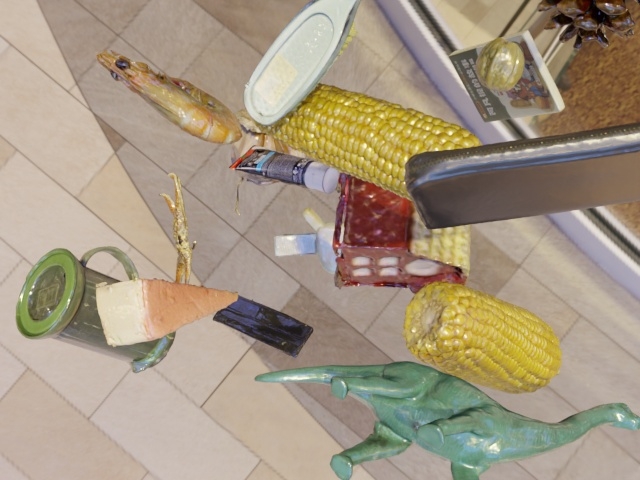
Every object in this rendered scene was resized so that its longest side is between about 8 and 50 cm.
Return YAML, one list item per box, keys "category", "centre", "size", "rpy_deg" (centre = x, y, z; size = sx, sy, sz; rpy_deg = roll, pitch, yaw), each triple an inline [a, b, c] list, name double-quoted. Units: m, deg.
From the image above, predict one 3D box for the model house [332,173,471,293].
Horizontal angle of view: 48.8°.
- category: "model house"
  centre: [0.153, -0.023, 1.197]
  size: [0.253, 0.160, 0.196]
  rpy_deg: [1, 59, 11]

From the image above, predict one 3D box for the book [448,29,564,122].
- category: "book"
  centre: [0.436, -0.380, 1.674]
  size: [0.027, 0.264, 0.202]
  rpy_deg: [-41, 110, -19]

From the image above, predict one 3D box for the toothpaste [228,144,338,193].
- category: "toothpaste"
  centre: [-0.059, -0.122, 1.170]
  size: [0.193, 0.045, 0.071]
  rpy_deg: [16, 50, 32]

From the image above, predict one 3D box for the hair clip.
- category: "hair clip"
  centre: [-0.001, -0.002, 1.626]
  size: [0.218, 0.071, 0.159]
  rpy_deg: [-2, 112, 18]

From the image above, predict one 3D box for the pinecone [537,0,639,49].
- category: "pinecone"
  centre: [0.436, -0.437, 1.055]
  size: [0.244, 0.309, 0.244]
  rpy_deg: [7, 45, -7]

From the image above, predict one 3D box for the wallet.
- category: "wallet"
  centre: [0.198, -0.057, 0.588]
  size: [0.250, 0.149, 0.044]
  rpy_deg: [-8, 75, 15]

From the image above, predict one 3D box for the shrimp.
- category: "shrimp"
  centre: [-0.259, -0.263, 1.251]
  size: [0.287, 0.152, 0.063]
  rpy_deg: [31, 120, -26]

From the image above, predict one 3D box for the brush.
- category: "brush"
  centre: [0.025, -0.236, 0.733]
  size: [0.297, 0.060, 0.068]
  rpy_deg: [-46, 73, 29]

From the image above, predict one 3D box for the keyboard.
- category: "keyboard"
  centre: [-0.130, 0.184, 1.584]
  size: [0.250, 0.017, 0.087]
  rpy_deg: [18, 62, 33]

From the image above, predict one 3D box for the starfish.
- category: "starfish"
  centre: [-0.298, -0.019, 1.491]
  size: [0.050, 0.138, 0.248]
  rpy_deg: [-6, 96, -24]

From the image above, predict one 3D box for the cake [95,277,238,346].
- category: "cake"
  centre: [-0.228, 0.111, 1.064]
  size: [0.109, 0.225, 0.090]
  rpy_deg: [-14, 76, 28]

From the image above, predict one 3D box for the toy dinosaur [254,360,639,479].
- category: "toy dinosaur"
  centre: [0.167, 0.197, 0.878]
  size: [0.383, 0.331, 0.129]
  rpy_deg: [24, 115, 33]

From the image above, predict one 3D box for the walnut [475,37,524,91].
- category: "walnut"
  centre: [0.312, -0.305, 1.231]
  size: [0.092, 0.092, 0.092]
  rpy_deg: [0, 84, -1]

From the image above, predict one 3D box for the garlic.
- category: "garlic"
  centre: [-0.152, -0.198, 1.615]
  size: [0.207, 0.207, 0.257]
  rpy_deg: [37, 61, 3]

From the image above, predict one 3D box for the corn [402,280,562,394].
- category: "corn"
  centre: [0.249, 0.149, 1.061]
  size: [0.144, 0.387, 0.144]
  rpy_deg: [-17, 61, 35]

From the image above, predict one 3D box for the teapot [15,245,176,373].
- category: "teapot"
  centre: [-0.486, 0.145, 1.616]
  size: [0.200, 0.337, 0.271]
  rpy_deg: [-18, 57, 30]

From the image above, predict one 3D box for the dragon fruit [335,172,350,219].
- category: "dragon fruit"
  centre: [0.093, -0.098, 1.801]
  size: [0.092, 0.122, 0.192]
  rpy_deg: [-41, 126, -15]

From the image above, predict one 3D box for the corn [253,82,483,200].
- category: "corn"
  centre: [0.059, -0.115, 0.812]
  size: [0.310, 0.101, 0.101]
  rpy_deg: [25, 83, 32]
